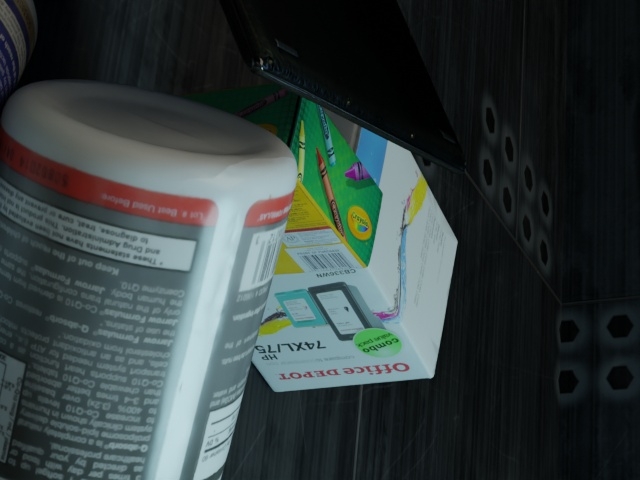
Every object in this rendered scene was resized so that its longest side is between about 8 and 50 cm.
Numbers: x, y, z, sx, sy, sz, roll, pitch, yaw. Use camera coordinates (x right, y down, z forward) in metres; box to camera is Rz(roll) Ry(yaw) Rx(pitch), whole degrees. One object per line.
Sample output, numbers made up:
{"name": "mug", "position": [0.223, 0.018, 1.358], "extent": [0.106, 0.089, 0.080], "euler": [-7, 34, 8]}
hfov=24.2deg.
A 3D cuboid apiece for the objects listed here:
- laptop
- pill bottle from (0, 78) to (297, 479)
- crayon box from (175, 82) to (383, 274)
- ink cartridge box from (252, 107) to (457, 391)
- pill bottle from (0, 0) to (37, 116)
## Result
{"name": "laptop", "position": [-0.119, -0.213, 1.176], "extent": [0.382, 0.236, 0.408], "euler": [16, 49, -63]}
{"name": "pill bottle", "position": [-0.156, 0.083, 1.075], "extent": [0.210, 0.210, 0.363], "euler": [-20, 128, -65]}
{"name": "crayon box", "position": [-0.109, -0.040, 1.248], "extent": [0.165, 0.278, 0.081], "euler": [51, 42, -50]}
{"name": "ink cartridge box", "position": [0.000, 0.000, 1.574], "extent": [0.270, 0.198, 0.197], "euler": [58, 34, -42]}
{"name": "pill bottle", "position": [-0.299, -0.082, 0.996], "extent": [0.153, 0.153, 0.264], "euler": [60, 32, -40]}
